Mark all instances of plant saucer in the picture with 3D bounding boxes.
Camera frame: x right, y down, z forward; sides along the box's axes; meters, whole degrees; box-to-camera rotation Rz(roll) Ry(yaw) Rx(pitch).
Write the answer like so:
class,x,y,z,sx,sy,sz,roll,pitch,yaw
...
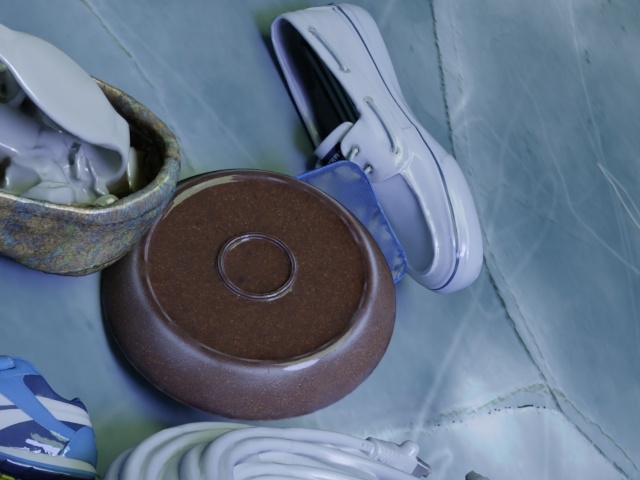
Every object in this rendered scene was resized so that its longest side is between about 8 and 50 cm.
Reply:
class,x,y,z,sx,sy,sz,roll,pitch,yaw
plant saucer,-0.037,0.021,0.805,0.168,0.029,0.168,6,55,-8

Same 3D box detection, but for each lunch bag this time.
class,x,y,z,sx,sy,sz,roll,pitch,yaw
lunch bag,0.000,0.000,0.902,0.067,0.065,0.098,-19,79,-33

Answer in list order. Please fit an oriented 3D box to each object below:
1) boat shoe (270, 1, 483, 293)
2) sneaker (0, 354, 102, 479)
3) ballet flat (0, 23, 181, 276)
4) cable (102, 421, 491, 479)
class,x,y,z,sx,sy,sz,roll,pitch,yaw
boat shoe,0.028,-0.060,0.972,0.076,0.083,0.226,-9,62,-38
sneaker,-0.166,0.082,0.678,0.144,0.053,0.059,32,40,-38
ballet flat,-0.212,-0.081,0.676,0.348,0.123,0.123,25,50,-36
cable,0.011,0.171,0.683,0.257,0.089,0.257,16,11,-25
